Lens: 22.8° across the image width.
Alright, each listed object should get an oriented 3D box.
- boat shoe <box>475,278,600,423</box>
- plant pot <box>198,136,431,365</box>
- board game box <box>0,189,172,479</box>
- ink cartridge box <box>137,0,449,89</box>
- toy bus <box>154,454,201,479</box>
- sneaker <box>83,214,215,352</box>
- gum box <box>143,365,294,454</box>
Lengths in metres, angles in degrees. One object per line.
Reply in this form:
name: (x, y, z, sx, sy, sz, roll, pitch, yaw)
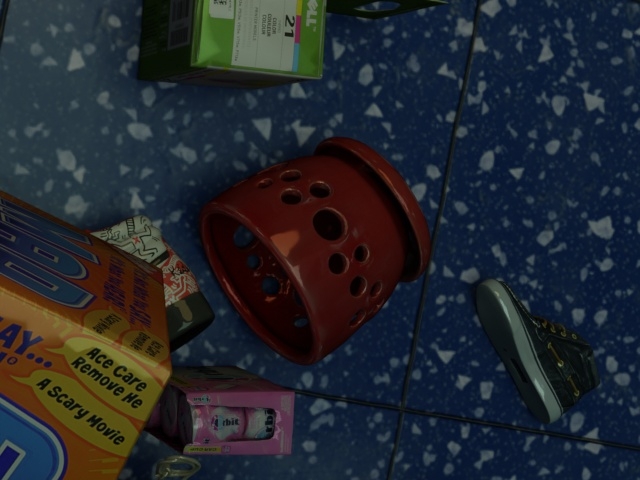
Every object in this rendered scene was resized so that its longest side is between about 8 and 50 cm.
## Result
boat shoe: (0.239, 0.106, 1.740, 0.083, 0.065, 0.183, -34, 110, -19)
plant pot: (0.000, 0.000, 1.571, 0.174, 0.191, 0.191, -36, 105, -21)
board game box: (-0.359, 0.137, 1.281, 0.356, 0.356, 0.356, 26, 96, -11)
ink cartridge box: (-0.029, -0.197, 1.548, 0.255, 0.189, 0.097, 4, 90, -22)
toy bus: (-0.162, 0.302, 1.516, 0.202, 0.191, 0.104, 46, 32, -54)
sneaker: (-0.249, 0.085, 1.538, 0.270, 0.090, 0.145, -32, 80, -1)
gum box: (-0.105, 0.164, 1.536, 0.107, 0.188, 0.062, 2, 93, -22)
